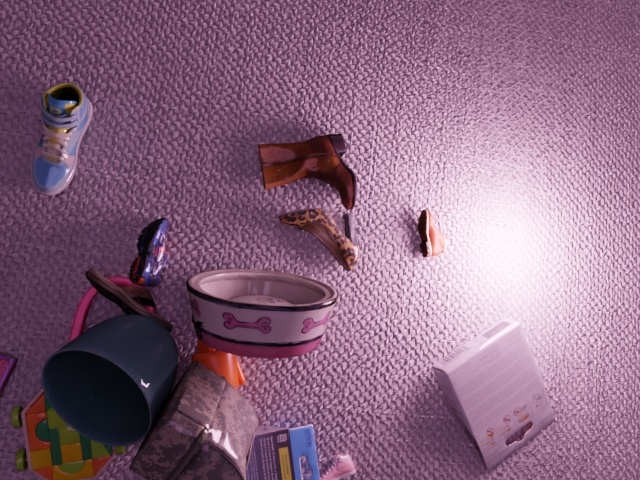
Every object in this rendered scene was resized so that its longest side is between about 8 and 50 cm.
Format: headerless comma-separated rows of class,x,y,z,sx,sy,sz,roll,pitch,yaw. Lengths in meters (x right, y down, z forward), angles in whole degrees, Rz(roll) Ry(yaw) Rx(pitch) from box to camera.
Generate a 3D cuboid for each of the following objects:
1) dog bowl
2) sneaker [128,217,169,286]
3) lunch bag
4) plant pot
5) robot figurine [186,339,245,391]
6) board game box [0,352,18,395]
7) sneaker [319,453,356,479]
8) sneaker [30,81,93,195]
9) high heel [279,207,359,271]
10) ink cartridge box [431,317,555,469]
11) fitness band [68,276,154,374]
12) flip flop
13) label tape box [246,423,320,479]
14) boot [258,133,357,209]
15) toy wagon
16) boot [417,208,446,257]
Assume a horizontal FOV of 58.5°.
dog bowl,-0.162,0.192,1.556,0.408,0.408,0.150,4,98,-13
sneaker,-0.483,0.036,1.658,0.087,0.083,0.221,38,57,-46
lunch bag,-0.281,0.486,1.403,0.256,0.305,0.212,33,103,-7
plant pot,-0.500,0.325,1.446,0.293,0.235,0.293,7,118,13
robot figurine,-0.294,0.383,1.616,0.128,0.158,0.219,-8,82,8
board game box,-0.970,0.436,1.482,0.208,0.056,0.347,22,74,-5
sneaker,0.034,0.674,1.687,0.134,0.051,0.070,-16,83,-19
sneaker,-0.733,-0.292,1.578,0.127,0.208,0.319,14,79,-12
high heel,0.000,0.000,1.761,0.261,0.093,0.186,3,74,-22
ink cartridge box,0.566,0.491,1.845,0.308,0.091,0.385,-29,105,-16
fitness band,-0.583,0.245,1.607,0.209,0.054,0.291,13,80,-11
flip flop,-0.516,0.157,1.570,0.277,0.112,0.080,38,59,-2
label tape box,-0.183,0.665,1.606,0.348,0.115,0.249,-6,82,-16
boot,-0.039,-0.200,1.787,0.280,0.096,0.264,-12,84,-14
toy wagon,-0.672,0.469,1.520,0.267,0.068,0.344,-6,95,-14
boot,0.369,-0.027,1.878,0.085,0.059,0.158,-7,91,-17
